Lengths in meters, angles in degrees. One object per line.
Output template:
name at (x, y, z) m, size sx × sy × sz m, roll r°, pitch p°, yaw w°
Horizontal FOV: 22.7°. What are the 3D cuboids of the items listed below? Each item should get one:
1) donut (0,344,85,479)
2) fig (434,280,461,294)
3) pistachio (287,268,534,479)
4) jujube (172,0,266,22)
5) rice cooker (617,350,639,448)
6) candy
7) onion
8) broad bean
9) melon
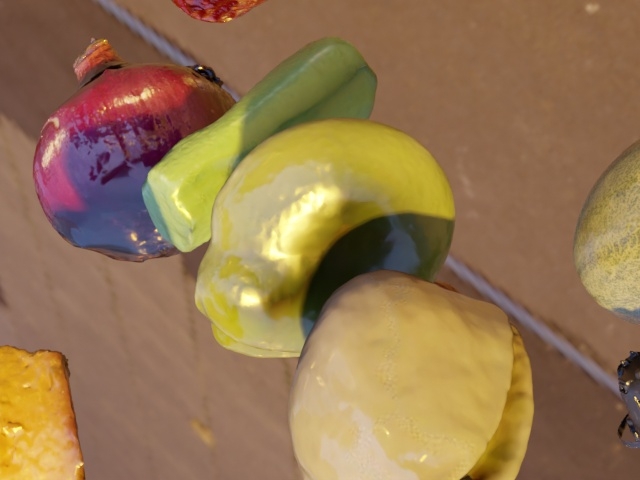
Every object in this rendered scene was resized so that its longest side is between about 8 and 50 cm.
donut at (-0.307, 0.297, 1.575) m, size 0.435 × 0.163 × 0.378 m, roll 118°, pitch 142°, yaw -72°
fig at (0.101, 0.092, 1.835) m, size 0.153 × 0.119 × 0.119 m, roll 27°, pitch 153°, yaw 12°
pistachio at (0.079, 0.148, 1.403) m, size 0.332 × 0.226 × 0.208 m, roll -91°, pitch -22°, yaw -66°
jujube at (-0.102, -0.377, 1.933) m, size 0.197 × 0.197 × 0.290 m, roll 49°, pitch 148°, yaw 5°
rice cooker at (0.398, 0.162, 1.665) m, size 0.203 × 0.142 × 0.118 m, roll -17°, pitch 106°, yaw 48°
candy at (-0.073, -0.127, 2.023) m, size 0.142 × 0.343 × 0.132 m, roll 4°, pitch 130°, yaw 60°
onion at (-0.287, -0.159, 2.420) m, size 0.385 × 0.347 × 0.348 m, roll 60°, pitch 164°, yaw 26°
broad bean at (0.000, 0.000, 1.631) m, size 0.238 × 0.291 × 0.119 m, roll 57°, pitch 179°, yaw -16°
melon at (0.441, -0.025, 1.817) m, size 0.329 × 0.248 × 0.249 m, roll -33°, pitch 98°, yaw 31°
